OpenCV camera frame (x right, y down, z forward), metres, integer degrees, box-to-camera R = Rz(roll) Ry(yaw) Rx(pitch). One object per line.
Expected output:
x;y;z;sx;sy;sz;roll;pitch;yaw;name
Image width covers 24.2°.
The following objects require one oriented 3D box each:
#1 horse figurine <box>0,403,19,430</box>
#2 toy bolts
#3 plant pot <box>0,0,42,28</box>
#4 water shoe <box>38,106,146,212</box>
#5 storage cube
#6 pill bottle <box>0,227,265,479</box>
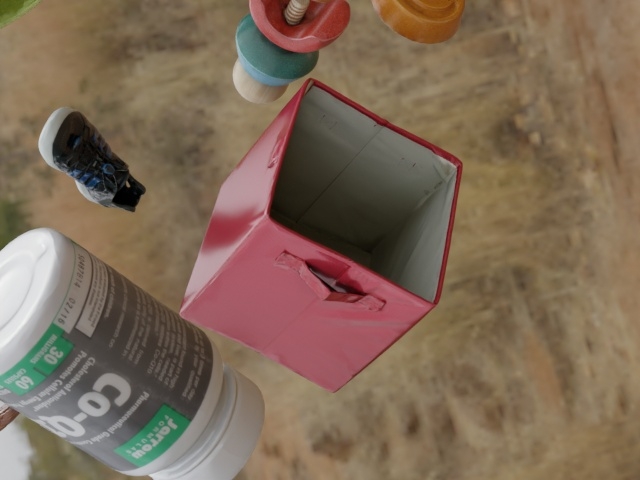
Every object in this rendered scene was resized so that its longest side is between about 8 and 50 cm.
-0.411;0.149;1.970;0.066;0.174;0.263;30;-143;-37;horse figurine
0.009;-0.224;1.545;0.218;0.228;0.158;38;143;2;toy bolts
-0.514;-0.429;1.997;0.254;0.276;0.276;59;168;8;plant pot
-0.267;-0.097;1.796;0.073;0.080;0.203;-65;-20;-12;water shoe
0.000;0.000;1.436;0.193;0.183;0.215;-46;22;47;storage cube
-0.249;0.158;1.808;0.361;0.204;0.204;38;-167;-33;pill bottle
